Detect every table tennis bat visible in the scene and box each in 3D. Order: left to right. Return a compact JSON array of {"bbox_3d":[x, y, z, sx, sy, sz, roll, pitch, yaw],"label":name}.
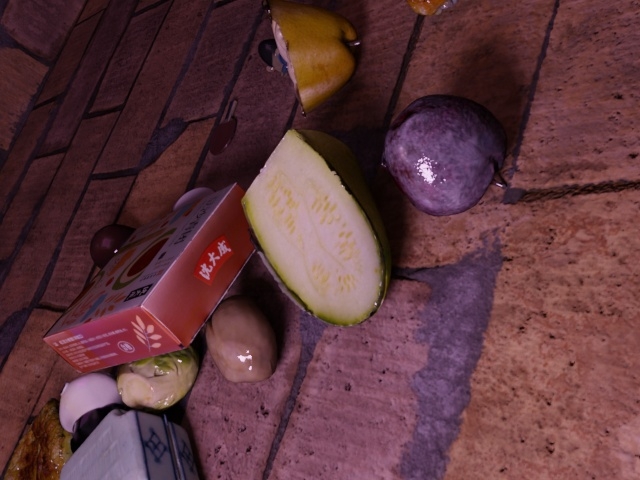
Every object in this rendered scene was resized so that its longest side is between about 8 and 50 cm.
[{"bbox_3d":[-0.242,-0.287,2.005,0.095,0.014,0.158,-10,58,48],"label":"table tennis bat"}]

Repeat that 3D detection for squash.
[{"bbox_3d":[0.000,0.000,1.338,0.233,0.210,0.308,-51,30,30],"label":"squash"}]

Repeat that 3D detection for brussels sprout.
[{"bbox_3d":[-0.324,0.269,1.560,0.162,0.181,0.143,3,106,31],"label":"brussels sprout"}]

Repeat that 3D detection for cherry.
[{"bbox_3d":[0.193,-0.140,1.234,0.195,0.195,0.195,-30,44,33],"label":"cherry"}]

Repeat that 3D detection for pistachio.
[{"bbox_3d":[-0.143,0.176,1.432,0.136,0.136,0.226,-50,27,11],"label":"pistachio"}]

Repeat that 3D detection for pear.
[{"bbox_3d":[-0.003,-0.414,1.698,0.178,0.266,0.266,-18,42,-2],"label":"pear"}]

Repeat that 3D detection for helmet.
[{"bbox_3d":[-0.535,0.019,2.042,0.175,0.106,0.155,12,73,48],"label":"helmet"}]

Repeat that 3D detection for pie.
[{"bbox_3d":[-0.611,0.510,1.755,0.288,0.103,0.355,-60,34,9],"label":"pie"}]

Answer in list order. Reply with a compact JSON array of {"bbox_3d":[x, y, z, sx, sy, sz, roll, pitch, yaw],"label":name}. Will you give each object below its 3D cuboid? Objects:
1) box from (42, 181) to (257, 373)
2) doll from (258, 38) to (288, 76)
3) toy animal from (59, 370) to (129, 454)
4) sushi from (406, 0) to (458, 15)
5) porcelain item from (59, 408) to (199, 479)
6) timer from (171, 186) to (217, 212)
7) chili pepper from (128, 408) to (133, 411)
[{"bbox_3d":[-0.327,0.081,1.577,0.385,0.122,0.344,-19,29,44],"label":"box"},{"bbox_3d":[-0.078,-0.439,1.876,0.179,0.089,0.102,24,83,31],"label":"doll"},{"bbox_3d":[-0.441,0.354,1.601,0.179,0.166,0.138,59,155,22],"label":"toy animal"},{"bbox_3d":[0.231,-0.547,1.537,0.184,0.139,0.274,-30,41,31],"label":"sushi"},{"bbox_3d":[-0.353,0.475,1.431,0.286,0.157,0.281,-50,34,12],"label":"porcelain item"},{"bbox_3d":[-0.278,-0.049,1.789,0.136,0.136,0.099,-48,66,13],"label":"timer"},{"bbox_3d":[-0.435,0.422,1.668,0.043,0.049,0.208,87,-153,-80],"label":"chili pepper"}]
